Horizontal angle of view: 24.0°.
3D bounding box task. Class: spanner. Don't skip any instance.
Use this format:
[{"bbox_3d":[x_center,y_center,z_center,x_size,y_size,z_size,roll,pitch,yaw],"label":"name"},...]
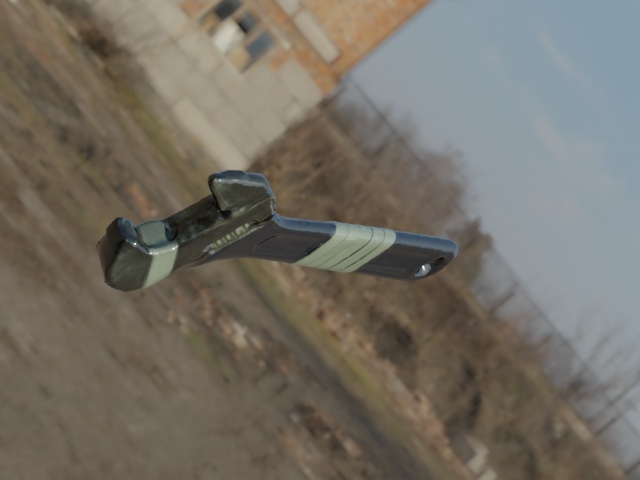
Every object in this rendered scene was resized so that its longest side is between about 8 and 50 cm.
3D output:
[{"bbox_3d":[0.000,0.000,0.801,0.316,0.087,0.024,7,51,-59],"label":"spanner"}]
